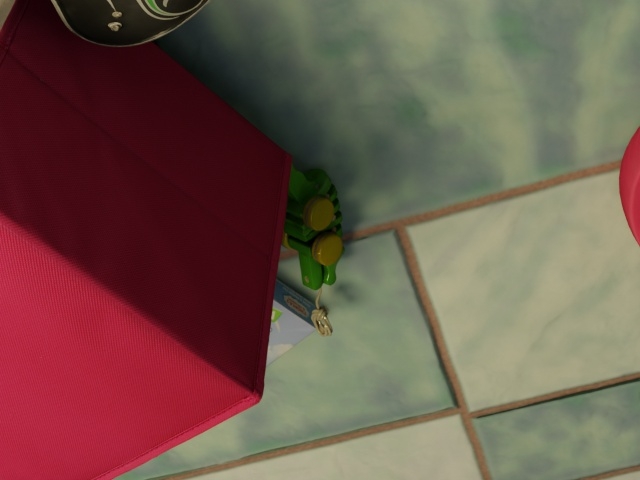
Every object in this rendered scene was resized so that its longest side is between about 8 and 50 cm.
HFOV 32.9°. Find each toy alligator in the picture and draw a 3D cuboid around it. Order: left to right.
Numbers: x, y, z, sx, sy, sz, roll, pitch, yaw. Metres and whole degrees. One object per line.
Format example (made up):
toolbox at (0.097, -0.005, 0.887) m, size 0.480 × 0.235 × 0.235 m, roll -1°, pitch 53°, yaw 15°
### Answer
toy alligator at (0.000, 0.000, 0.953) m, size 0.051 × 0.056 × 0.190 m, roll -37°, pitch 131°, yaw -28°

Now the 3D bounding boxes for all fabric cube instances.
fabric cube at (-0.204, 0.001, 0.795) m, size 0.254 × 0.259 × 0.258 m, roll -32°, pitch 125°, yaw 31°

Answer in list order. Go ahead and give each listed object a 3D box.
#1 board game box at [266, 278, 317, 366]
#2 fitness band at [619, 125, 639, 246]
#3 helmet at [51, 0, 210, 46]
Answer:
board game box at (-0.133, 0.090, 1.028) m, size 0.160 × 0.039 × 0.211 m, roll 36°, pitch 118°, yaw -28°
fitness band at (0.400, -0.070, 0.921) m, size 0.290 × 0.054 × 0.209 m, roll -23°, pitch 125°, yaw 14°
helmet at (-0.142, -0.223, 0.688) m, size 0.169 × 0.169 × 0.161 m, roll -26°, pitch 143°, yaw 17°
